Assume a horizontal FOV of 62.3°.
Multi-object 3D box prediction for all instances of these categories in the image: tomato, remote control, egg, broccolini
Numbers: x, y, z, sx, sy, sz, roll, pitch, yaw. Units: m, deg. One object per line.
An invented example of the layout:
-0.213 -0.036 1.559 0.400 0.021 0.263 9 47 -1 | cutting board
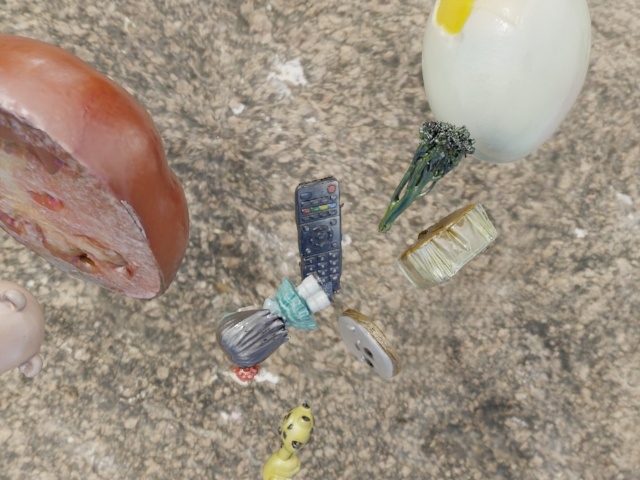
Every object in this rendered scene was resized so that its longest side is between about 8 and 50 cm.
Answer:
-0.186 -0.051 0.389 0.225 0.225 0.085 38 55 -15 | tomato
0.000 0.000 1.506 0.144 0.062 0.399 -13 126 -15 | remote control
0.318 -0.308 0.930 0.283 0.283 0.345 9 87 -12 | egg
0.142 -0.087 0.758 0.058 0.074 0.201 -6 144 -34 | broccolini

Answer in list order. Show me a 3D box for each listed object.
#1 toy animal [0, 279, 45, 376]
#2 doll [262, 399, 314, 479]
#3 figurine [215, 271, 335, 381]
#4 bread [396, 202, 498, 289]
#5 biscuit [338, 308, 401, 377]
-0.668 0.160 1.037 0.229 0.221 0.210 -14 126 -20 | toy animal
-0.080 0.515 1.284 0.086 0.117 0.291 19 115 -2 | doll
-0.088 0.165 1.041 0.245 0.110 0.138 -32 91 -1 | figurine
0.274 0.012 1.179 0.192 0.210 0.110 -37 86 -9 | bread
0.113 0.258 1.305 0.049 0.208 0.181 -35 130 -18 | biscuit
